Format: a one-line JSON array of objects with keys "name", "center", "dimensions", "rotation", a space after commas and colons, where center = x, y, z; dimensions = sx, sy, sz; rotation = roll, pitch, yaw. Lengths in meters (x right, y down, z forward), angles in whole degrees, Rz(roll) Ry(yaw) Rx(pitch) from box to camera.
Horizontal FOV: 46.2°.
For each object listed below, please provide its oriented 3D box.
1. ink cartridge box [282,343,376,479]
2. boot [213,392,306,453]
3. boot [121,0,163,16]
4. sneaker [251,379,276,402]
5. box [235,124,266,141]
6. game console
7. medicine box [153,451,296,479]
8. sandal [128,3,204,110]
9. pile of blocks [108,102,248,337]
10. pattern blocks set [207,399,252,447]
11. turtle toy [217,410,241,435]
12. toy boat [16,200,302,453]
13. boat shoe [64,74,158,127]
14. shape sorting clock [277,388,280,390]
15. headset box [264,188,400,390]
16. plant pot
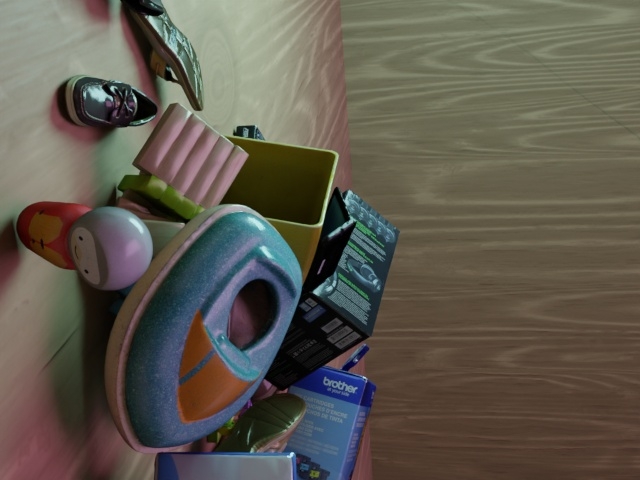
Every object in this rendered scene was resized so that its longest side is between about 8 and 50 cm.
[{"name": "ink cartridge box", "center": [0.002, 0.390, 1.486], "dimensions": [0.270, 0.151, 0.395], "rotation": [58, 46, -75]}, {"name": "boot", "center": [-0.094, 0.347, 1.136], "dimensions": [0.213, 0.077, 0.165], "rotation": [-42, 140, -41]}, {"name": "boot", "center": [-0.198, -0.335, 0.875], "dimensions": [0.246, 0.084, 0.161], "rotation": [6, 85, -72]}, {"name": "sneaker", "center": [-0.089, 0.209, 1.402], "dimensions": [0.071, 0.066, 0.188], "rotation": [57, 40, -29]}, {"name": "box", "center": [-0.121, -0.093, 1.394], "dimensions": [0.190, 0.045, 0.184], "rotation": [59, 30, -71]}, {"name": "game console", "center": [0.000, 0.000, 1.107], "dimensions": [0.107, 0.071, 0.122], "rotation": [-34, 156, -41]}, {"name": "medicine box", "center": [-0.110, 0.393, 0.821], "dimensions": [0.289, 0.149, 0.263], "rotation": [108, -19, -61]}, {"name": "sandal", "center": [-0.199, -0.240, 0.956], "dimensions": [0.180, 0.049, 0.072], "rotation": [57, 25, -46]}, {"name": "pile of blocks", "center": [-0.192, 0.029, 0.863], "dimensions": [0.149, 0.113, 0.361], "rotation": [8, 89, -35]}, {"name": "pattern blocks set", "center": [-0.149, 0.393, 1.241], "dimensions": [0.324, 0.026, 0.285], "rotation": [-73, 159, -61]}, {"name": "turtle toy", "center": [-0.150, 0.241, 1.126], "dimensions": [0.130, 0.066, 0.095], "rotation": [-65, 176, -64]}, {"name": "toy boat", "center": [-0.137, 0.064, 0.713], "dimensions": [0.318, 0.148, 0.267], "rotation": [45, 66, -45]}, {"name": "boat shoe", "center": [-0.219, -0.148, 0.799], "dimensions": [0.152, 0.049, 0.056], "rotation": [-45, 134, -76]}, {"name": "shape sorting clock", "center": [-0.087, 0.212, 1.576], "dimensions": [0.206, 0.040, 0.206], "rotation": [178, -90, -88]}, {"name": "headset box", "center": [-0.006, 0.079, 1.310], "dimensions": [0.131, 0.246, 0.283], "rotation": [39, 42, -16]}, {"name": "plant pot", "center": [-0.097, -0.016, 1.098], "dimensions": [0.212, 0.212, 0.187], "rotation": [-77, 174, -55]}]
